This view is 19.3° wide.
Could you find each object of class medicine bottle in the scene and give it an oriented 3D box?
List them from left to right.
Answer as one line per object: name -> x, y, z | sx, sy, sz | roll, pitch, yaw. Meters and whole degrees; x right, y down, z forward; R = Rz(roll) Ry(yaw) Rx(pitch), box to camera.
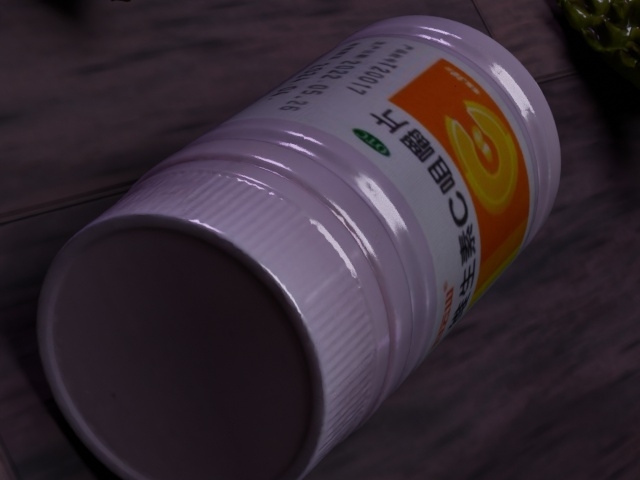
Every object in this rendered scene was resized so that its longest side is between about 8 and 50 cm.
medicine bottle -> 0.000, 0.000, 0.782 | 0.133, 0.133, 0.250 | 57, 35, -4

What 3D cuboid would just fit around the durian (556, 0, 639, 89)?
durian -> 0.218, -0.159, 1.190 | 0.132, 0.106, 0.375 | 34, 41, -35
